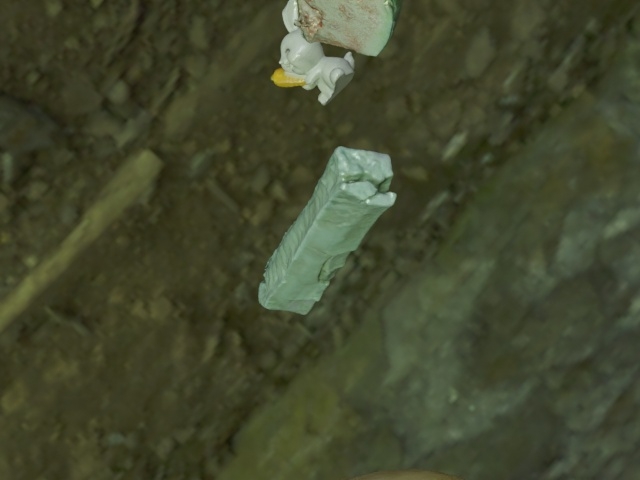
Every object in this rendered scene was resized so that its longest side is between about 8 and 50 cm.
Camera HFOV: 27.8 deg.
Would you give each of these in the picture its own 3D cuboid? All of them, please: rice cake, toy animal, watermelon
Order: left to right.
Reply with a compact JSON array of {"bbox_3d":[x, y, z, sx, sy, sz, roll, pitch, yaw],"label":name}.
[{"bbox_3d":[-0.024,-0.330,2.251,0.127,0.182,0.131,-43,174,-23],"label":"toy animal"},{"bbox_3d":[0.000,0.000,1.376,0.336,0.066,0.063,124,-29,-62],"label":"rice cake"},{"bbox_3d":[0.014,-0.396,1.741,0.180,0.224,0.305,-28,142,0],"label":"watermelon"}]

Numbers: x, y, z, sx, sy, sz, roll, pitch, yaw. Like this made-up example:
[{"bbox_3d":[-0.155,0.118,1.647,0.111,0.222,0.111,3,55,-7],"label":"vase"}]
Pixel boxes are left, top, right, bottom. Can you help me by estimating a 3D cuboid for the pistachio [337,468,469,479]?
[{"bbox_3d":[0.083,0.303,1.200,0.293,0.181,0.162,6,141,-21],"label":"pistachio"}]
